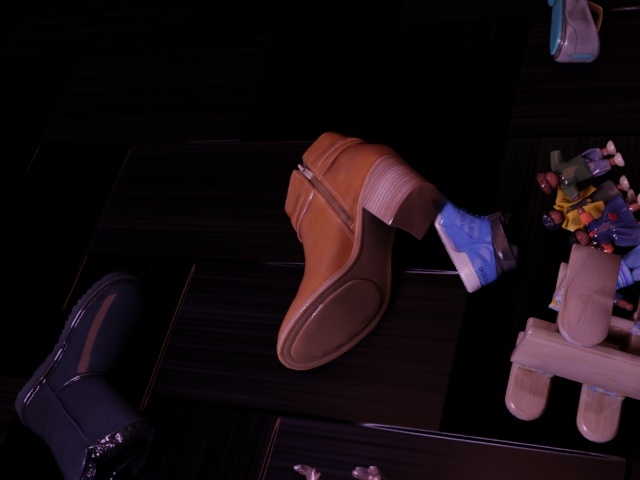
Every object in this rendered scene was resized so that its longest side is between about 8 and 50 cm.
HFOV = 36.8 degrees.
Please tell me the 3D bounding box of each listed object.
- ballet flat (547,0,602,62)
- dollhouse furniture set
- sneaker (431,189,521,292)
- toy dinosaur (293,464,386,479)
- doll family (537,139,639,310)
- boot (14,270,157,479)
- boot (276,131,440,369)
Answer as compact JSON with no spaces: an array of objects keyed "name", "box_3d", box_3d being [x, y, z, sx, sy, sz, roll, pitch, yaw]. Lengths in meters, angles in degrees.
[{"name":"ballet flat","box_3d":[0.332,-0.316,1.260,0.068,0.072,0.213,5,59,-2]},{"name":"dollhouse furniture set","box_3d":[0.294,0.148,0.872,0.242,0.212,0.161,16,63,5]},{"name":"sneaker","box_3d":[0.183,-0.015,1.133,0.084,0.058,0.152,-26,47,5]},{"name":"toy dinosaur","box_3d":[0.015,0.334,0.952,0.295,0.127,0.200,-1,66,12]},{"name":"doll family","box_3d":[0.303,-0.014,1.061,0.111,0.076,0.193,-23,54,6]},{"name":"boot","box_3d":[-0.259,0.182,1.201,0.207,0.094,0.246,32,84,42]},{"name":"boot","box_3d":[0.000,0.000,1.190,0.220,0.109,0.284,37,99,50]}]
